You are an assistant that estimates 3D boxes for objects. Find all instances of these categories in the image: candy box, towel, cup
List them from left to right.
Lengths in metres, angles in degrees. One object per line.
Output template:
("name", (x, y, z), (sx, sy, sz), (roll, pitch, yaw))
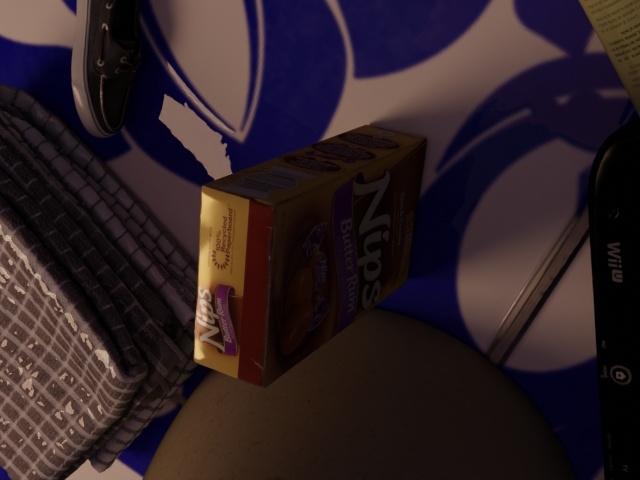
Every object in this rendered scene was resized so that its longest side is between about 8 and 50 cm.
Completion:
("towel", (-0.242, 0.050, 0.748), (0.283, 0.121, 0.235), (47, 122, 6))
("cup", (-0.008, 0.238, 0.623), (0.331, 0.237, 0.331), (9, 110, 24))
("candy box", (0.000, 0.000, 0.565), (0.053, 0.187, 0.109), (16, 115, 25))

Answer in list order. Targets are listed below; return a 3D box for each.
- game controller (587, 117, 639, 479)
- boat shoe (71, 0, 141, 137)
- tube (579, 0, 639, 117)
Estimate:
("game controller", (0.241, 0.080, 0.521), (0.166, 0.067, 0.319), (1, 114, 26))
("boat shoe", (-0.153, -0.144, 0.678), (0.040, 0.049, 0.142), (12, 110, 23))
("tube", (0.189, -0.118, 0.508), (0.062, 0.070, 0.240), (-35, 97, -11))
